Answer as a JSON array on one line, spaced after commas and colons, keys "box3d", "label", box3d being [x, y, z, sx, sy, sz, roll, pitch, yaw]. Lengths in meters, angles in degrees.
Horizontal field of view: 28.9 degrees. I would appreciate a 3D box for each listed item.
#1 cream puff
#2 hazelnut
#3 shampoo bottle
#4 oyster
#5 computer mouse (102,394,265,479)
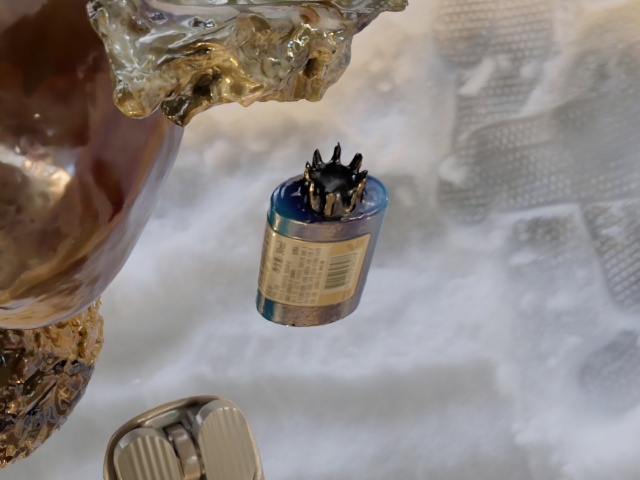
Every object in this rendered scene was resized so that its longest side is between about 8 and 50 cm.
[{"box3d": [-0.377, 0.132, 1.382, 0.231, 0.327, 0.343, 32, 137, 16], "label": "cream puff"}, {"box3d": [-0.263, -0.115, 0.978, 0.366, 0.366, 0.366, 8, 105, 30], "label": "hazelnut"}, {"box3d": [0.000, 0.000, 0.917, 0.183, 0.087, 0.050, 102, 160, -55], "label": "shampoo bottle"}, {"box3d": [-0.024, -0.171, 0.807, 0.221, 0.361, 0.096, 15, 135, 0], "label": "oyster"}, {"box3d": [-0.118, 0.243, 1.110, 0.082, 0.145, 0.236, 49, 148, 47], "label": "computer mouse"}]
